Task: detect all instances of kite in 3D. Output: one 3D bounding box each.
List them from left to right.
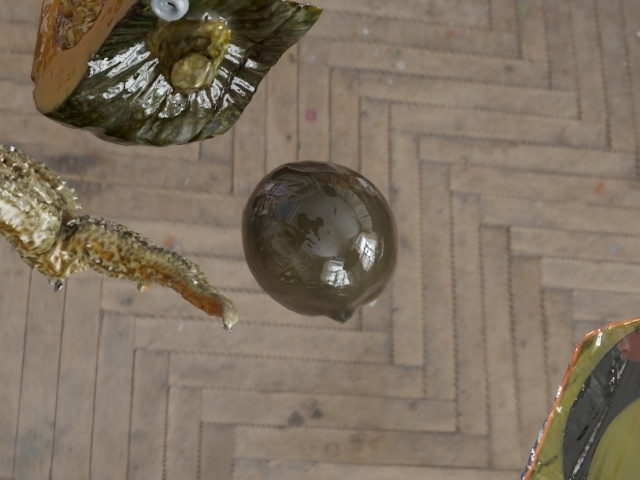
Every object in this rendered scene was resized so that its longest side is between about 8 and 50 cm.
[{"bbox_3d":[0.319,0.215,0.979,0.377,0.013,0.328,-16,85,-7],"label":"kite"}]

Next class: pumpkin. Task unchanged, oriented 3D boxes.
[{"bbox_3d":[-0.119,-0.128,0.872,0.130,0.248,0.126,15,90,-30],"label":"pumpkin"}]

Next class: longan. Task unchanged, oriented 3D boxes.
[{"bbox_3d":[0.000,0.000,1.245,0.189,0.189,0.189,4,71,-12],"label":"longan"}]

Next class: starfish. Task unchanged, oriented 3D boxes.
[{"bbox_3d":[-0.221,-0.020,0.893,0.293,0.301,0.084,34,89,-18],"label":"starfish"}]

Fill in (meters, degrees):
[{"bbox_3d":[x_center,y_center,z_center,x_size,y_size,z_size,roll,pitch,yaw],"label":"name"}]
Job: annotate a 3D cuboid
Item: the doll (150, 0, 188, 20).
[{"bbox_3d":[-0.067,-0.194,0.552,0.102,0.228,0.075,19,48,4],"label":"doll"}]
